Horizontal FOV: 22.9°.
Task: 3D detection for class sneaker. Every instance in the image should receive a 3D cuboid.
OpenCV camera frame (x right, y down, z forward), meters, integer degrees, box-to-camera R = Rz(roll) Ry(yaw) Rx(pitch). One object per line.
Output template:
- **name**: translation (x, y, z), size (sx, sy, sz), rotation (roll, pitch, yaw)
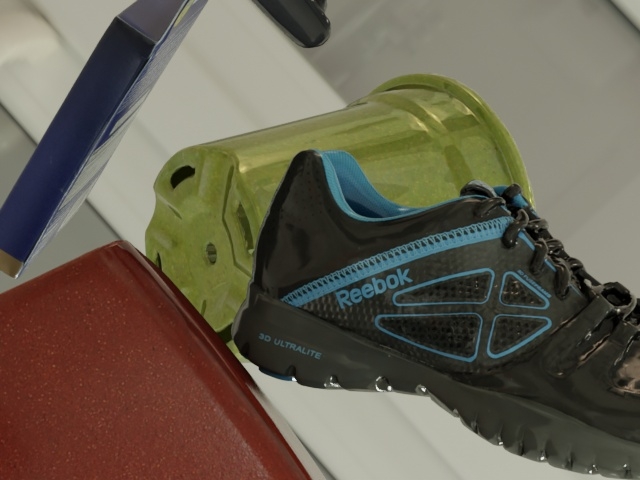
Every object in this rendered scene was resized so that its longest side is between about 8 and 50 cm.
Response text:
- **sneaker**: translation (0.113, 0.042, 0.894), size (0.125, 0.340, 0.140), rotation (-9, 112, -72)

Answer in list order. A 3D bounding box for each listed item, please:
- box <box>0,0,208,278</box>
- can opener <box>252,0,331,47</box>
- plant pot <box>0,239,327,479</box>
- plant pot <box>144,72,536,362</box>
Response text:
- **box**: translation (-0.136, -0.091, 1.020), size (0.225, 0.036, 0.136), rotation (-54, -175, 22)
- **can opener**: translation (-0.050, -0.167, 0.793), size (0.073, 0.186, 0.059), rotation (-21, -146, 23)
- **plant pot**: translation (-0.129, 0.148, 0.847), size (0.267, 0.236, 0.267), rotation (-26, 175, -3)
- **plant pot**: translation (0.000, 0.000, 1.354), size (0.254, 0.276, 0.276), rotation (-9, 153, -37)
